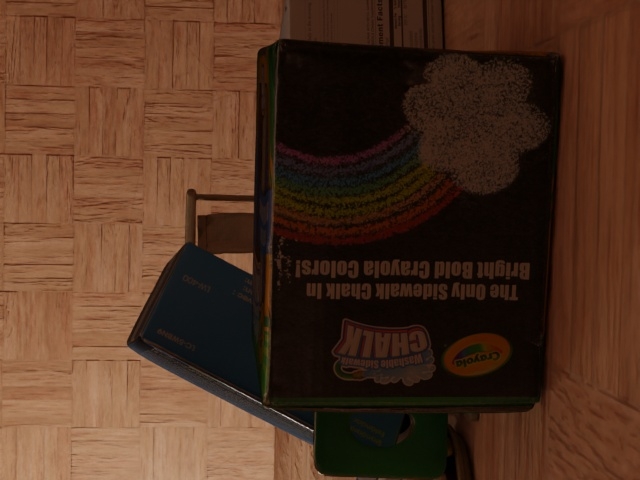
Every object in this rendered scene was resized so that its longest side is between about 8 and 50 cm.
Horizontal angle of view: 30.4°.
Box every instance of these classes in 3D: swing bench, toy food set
[{"bbox_3d":[-0.130,0.033,2.227,0.165,0.253,0.255,-145,57,-84],"label":"swing bench"},{"bbox_3d":[0.094,0.211,0.970,0.132,0.038,0.192,-129,40,-81],"label":"toy food set"}]

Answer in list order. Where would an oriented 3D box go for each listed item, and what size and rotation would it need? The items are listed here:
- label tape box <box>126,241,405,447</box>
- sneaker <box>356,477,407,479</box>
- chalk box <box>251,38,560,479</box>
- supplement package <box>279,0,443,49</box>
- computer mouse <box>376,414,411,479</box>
[{"bbox_3d":[-0.044,0.104,1.078,0.106,0.240,0.333,-63,8,-11],"label":"label tape box"},{"bbox_3d":[0.062,0.294,1.192,0.053,0.059,0.144,-122,32,-76],"label":"sneaker"},{"bbox_3d":[0.045,0.015,0.795,0.179,0.180,0.289,-121,34,-80],"label":"chalk box"},{"bbox_3d":[0.031,-0.080,1.130,0.204,0.145,0.262,114,157,-76],"label":"supplement package"},{"bbox_3d":[0.077,0.180,1.171,0.193,0.042,0.106,-88,5,-68],"label":"computer mouse"}]
